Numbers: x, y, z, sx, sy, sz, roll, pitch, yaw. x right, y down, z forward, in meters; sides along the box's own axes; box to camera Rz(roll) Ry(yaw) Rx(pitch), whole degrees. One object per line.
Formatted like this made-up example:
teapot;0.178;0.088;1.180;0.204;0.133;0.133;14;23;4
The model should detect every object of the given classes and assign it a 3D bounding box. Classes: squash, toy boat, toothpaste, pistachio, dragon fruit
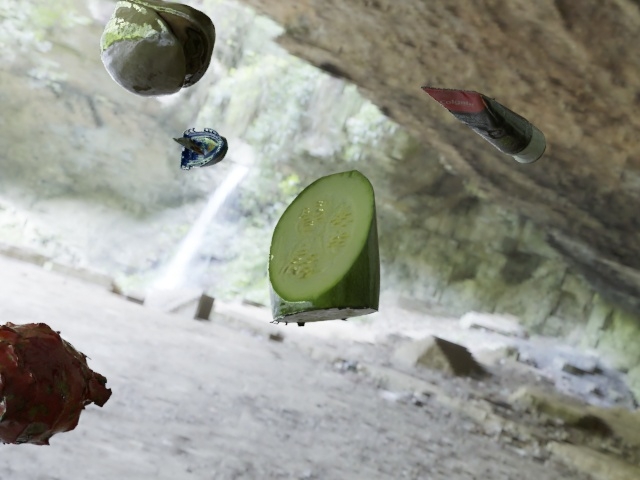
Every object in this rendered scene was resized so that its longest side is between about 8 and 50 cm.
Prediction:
squash;0.000;0.000;1.642;0.189;0.261;0.189;-4;-11;-1
toy boat;-0.254;-0.190;2.066;0.110;0.091;0.175;9;-6;-40
toothpaste;0.184;-0.133;1.117;0.071;0.045;0.193;13;-5;38
pistachio;-0.191;-0.229;1.191;0.124;0.125;0.185;18;-10;-34
dragon fruit;-0.477;0.238;1.687;0.268;0.205;0.210;9;-22;-41
